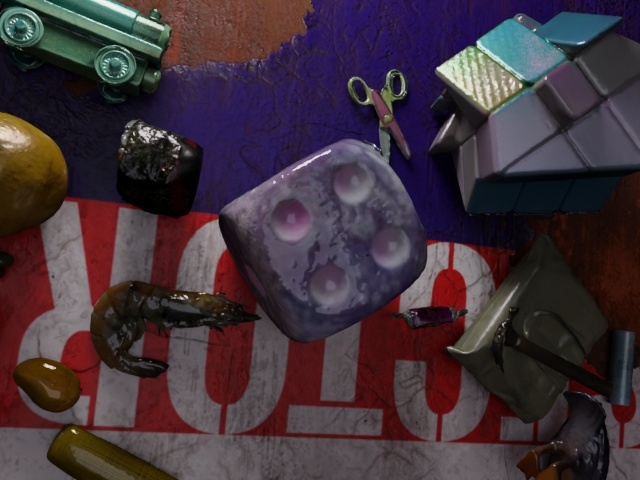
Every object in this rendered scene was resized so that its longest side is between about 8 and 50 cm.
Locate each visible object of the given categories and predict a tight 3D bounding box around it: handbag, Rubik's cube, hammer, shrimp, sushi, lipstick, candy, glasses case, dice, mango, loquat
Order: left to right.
[{"bbox_3d":[-0.508,-0.105,1.011,0.214,0.246,0.213,2,82,-14],"label":"loquat"},{"bbox_3d":[-0.459,0.242,1.094,0.114,0.060,0.080,28,77,-8],"label":"mango"},{"bbox_3d":[-0.351,0.397,1.112,0.234,0.064,0.079,32,71,-10],"label":"glasses case"},{"bbox_3d":[-0.268,-0.114,1.085,0.126,0.225,0.136,10,84,-13],"label":"sushi"},{"bbox_3d":[-0.258,0.166,1.162,0.296,0.058,0.168,9,91,-11],"label":"shrimp"},{"bbox_3d":[0.000,0.000,1.127,0.271,0.270,0.270,-31,95,-16],"label":"dice"},{"bbox_3d":[0.216,0.152,1.291,0.175,0.045,0.043,-3,76,-16],"label":"candy"},{"bbox_3d":[0.396,-0.234,1.219,0.388,0.358,0.367,-1,85,-5],"label":"Rubik's cube"},{"bbox_3d":[0.428,0.182,1.316,0.253,0.109,0.315,44,76,-13],"label":"handbag"},{"bbox_3d":[0.455,0.236,1.261,0.297,0.027,0.125,26,87,-19],"label":"hammer"},{"bbox_3d":[0.645,0.272,1.398,0.048,0.048,0.157,10,83,-14],"label":"lipstick"}]

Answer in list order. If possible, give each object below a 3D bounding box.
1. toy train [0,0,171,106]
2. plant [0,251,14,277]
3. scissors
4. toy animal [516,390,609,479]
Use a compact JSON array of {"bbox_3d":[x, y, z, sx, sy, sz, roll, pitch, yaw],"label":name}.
[{"bbox_3d":[-0.408,-0.365,1.125,0.298,0.120,0.194,20,76,-13],"label":"toy train"},{"bbox_3d":[-0.598,0.027,1.066,0.174,0.087,0.085,17,117,-17],"label":"plant"},{"bbox_3d":[0.133,-0.248,1.310,0.134,0.020,0.187,-14,89,-20],"label":"scissors"},{"bbox_3d":[0.492,0.442,1.292,0.186,0.122,0.298,17,94,-31],"label":"toy animal"}]
